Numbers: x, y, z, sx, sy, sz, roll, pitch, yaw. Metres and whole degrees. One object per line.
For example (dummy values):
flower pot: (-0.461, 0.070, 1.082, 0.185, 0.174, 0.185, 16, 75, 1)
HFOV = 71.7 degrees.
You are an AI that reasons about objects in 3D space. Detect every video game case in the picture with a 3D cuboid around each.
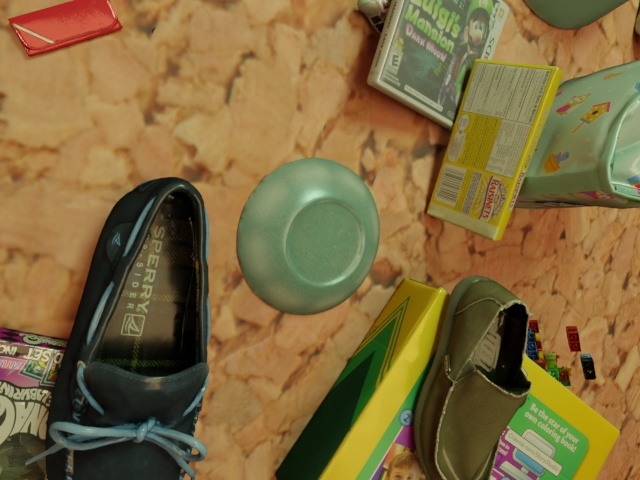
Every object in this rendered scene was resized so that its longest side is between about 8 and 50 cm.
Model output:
video game case: (0.150, -0.240, 0.536, 0.190, 0.022, 0.173, 11, 100, -41)
video game case: (-0.281, 0.191, 0.407, 0.232, 0.042, 0.210, 22, 88, -30)

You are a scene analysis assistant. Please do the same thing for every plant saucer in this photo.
plant saucer: (0.000, 0.000, 0.525, 0.194, 0.037, 0.195, -5, 101, -27)

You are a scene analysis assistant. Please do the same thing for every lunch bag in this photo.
lunch bag: (0.353, -0.121, 0.581, 0.262, 0.223, 0.160, -33, 107, -18)

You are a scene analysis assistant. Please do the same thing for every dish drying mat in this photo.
dish drying mat: (-0.221, -0.190, 0.388, 0.083, 0.008, 0.032, -30, 111, -20)

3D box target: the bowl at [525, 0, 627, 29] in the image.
bowl: (0.403, -0.463, 0.580, 0.311, 0.163, 0.312, -5, 102, -26)

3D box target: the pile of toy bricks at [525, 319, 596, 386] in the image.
pile of toy bricks: (0.398, 0.228, 0.755, 0.105, 0.118, 0.212, -20, 100, -64)

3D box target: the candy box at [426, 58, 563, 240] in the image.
candy box: (0.209, -0.113, 0.553, 0.027, 0.105, 0.206, -3, 114, -45)

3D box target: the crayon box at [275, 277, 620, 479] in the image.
crayon box: (0.180, 0.282, 0.594, 0.363, 0.106, 0.313, 38, 80, -14)

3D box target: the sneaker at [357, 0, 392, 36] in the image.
sneaker: (0.082, -0.240, 0.521, 0.098, 0.038, 0.069, 8, 95, -28)

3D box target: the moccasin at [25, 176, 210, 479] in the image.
moccasin: (-0.161, 0.109, 0.371, 0.137, 0.116, 0.342, 4, 83, -33)

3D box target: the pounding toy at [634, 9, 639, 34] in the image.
pounding toy: (0.650, -0.440, 0.718, 0.154, 0.154, 0.270, 5, 98, -28)

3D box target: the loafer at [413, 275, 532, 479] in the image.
loafer: (0.171, 0.164, 0.487, 0.094, 0.087, 0.251, 10, 87, -16)
